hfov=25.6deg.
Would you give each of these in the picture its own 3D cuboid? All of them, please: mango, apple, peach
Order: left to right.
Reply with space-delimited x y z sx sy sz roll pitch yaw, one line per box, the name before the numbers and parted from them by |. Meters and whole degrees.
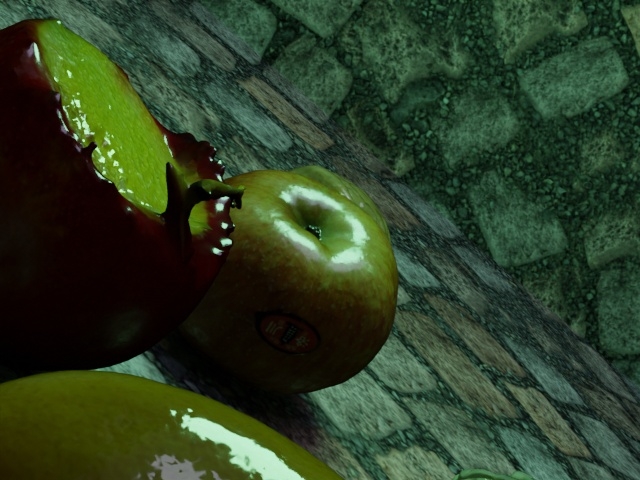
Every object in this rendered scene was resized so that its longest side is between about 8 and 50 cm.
peach | -0.265 -0.026 1.386 0.335 0.310 0.406 45 8 -5
mango | -0.107 0.262 1.079 0.445 0.232 0.300 32 41 -4
apple | -0.042 0.043 1.773 0.309 0.250 0.277 27 48 -40

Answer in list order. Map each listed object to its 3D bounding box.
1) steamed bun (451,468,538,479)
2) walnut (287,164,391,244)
steamed bun | 0.252 0.391 1.687 0.275 0.206 0.320 36 19 -28
walnut | 0.000 0.000 2.171 0.228 0.228 0.228 38 15 -12
